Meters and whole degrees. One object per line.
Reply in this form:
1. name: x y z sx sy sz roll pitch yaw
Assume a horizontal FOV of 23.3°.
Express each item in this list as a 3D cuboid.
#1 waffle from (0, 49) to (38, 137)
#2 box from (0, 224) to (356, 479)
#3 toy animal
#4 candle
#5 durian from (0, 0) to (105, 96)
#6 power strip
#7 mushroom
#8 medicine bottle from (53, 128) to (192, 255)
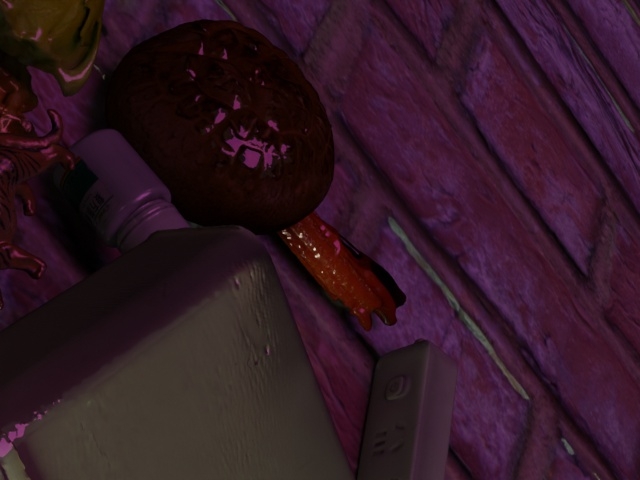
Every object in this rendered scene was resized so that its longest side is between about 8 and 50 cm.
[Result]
1. waffle: -0.348 -0.169 1.367 0.237 0.058 0.243 -3 77 -54
2. box: -0.149 0.209 1.249 0.344 0.177 0.352 -39 116 -44
3. toy animal: -0.280 -0.017 1.345 0.099 0.056 0.241 38 61 -46
4. candle: 0.000 0.000 1.756 0.302 0.059 0.084 48 28 -31
5. durian: -0.274 -0.253 1.379 0.139 0.101 0.250 -49 120 -8
6. power strip: 0.087 0.265 1.706 0.062 0.091 0.385 40 43 -31
7. mushroom: -0.095 -0.114 1.577 0.253 0.153 0.253 23 41 -21
8. medicine bottle: -0.185 -0.035 1.461 0.130 0.080 0.080 49 30 18
